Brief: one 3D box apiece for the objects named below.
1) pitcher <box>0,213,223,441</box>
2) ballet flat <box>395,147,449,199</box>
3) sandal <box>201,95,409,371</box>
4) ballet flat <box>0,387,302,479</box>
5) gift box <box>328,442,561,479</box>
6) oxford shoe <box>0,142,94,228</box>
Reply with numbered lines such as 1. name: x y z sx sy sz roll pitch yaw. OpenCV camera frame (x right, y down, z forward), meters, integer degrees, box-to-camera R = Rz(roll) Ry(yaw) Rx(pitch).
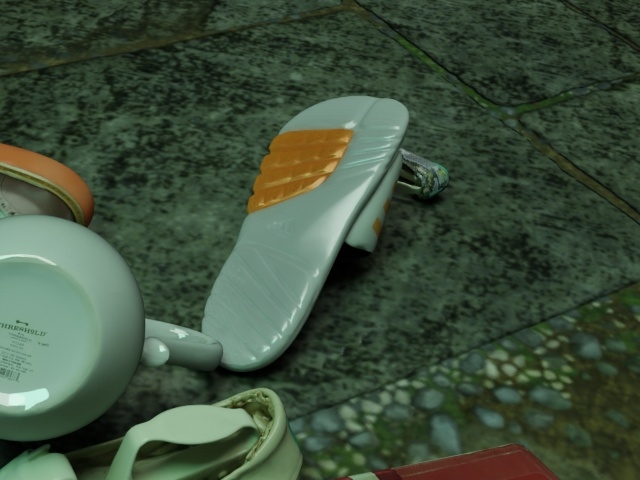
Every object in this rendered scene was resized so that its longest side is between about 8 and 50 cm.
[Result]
1. pitcher: -0.141 0.054 0.669 0.177 0.126 0.207 11 -3 -8
2. ballet flat: 0.055 -0.066 0.967 0.114 0.041 0.041 29 42 26
3. sandal: -0.010 -0.001 0.851 0.102 0.076 0.265 11 56 27
4. ballet flat: -0.124 0.140 0.632 0.248 0.086 0.086 -14 43 -26
5. gift box: 0.039 0.253 0.385 0.276 0.258 0.255 4 31 -38
6. oxford shoe: -0.309 -0.031 0.813 0.271 0.097 0.098 11 44 4
